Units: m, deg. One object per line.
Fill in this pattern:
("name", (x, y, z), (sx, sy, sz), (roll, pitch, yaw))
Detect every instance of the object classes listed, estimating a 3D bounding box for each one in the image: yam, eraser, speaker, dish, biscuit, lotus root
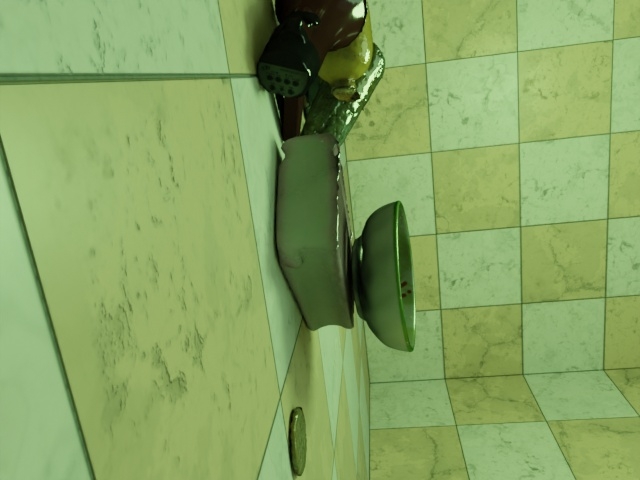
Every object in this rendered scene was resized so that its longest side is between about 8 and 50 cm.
("yam", (0.047, -0.335, 1.367), (0.330, 0.133, 0.133), (-64, 165, -12))
("eraser", (0.000, -0.002, 1.128), (0.359, 0.122, 0.272), (73, 17, -60))
("speaker", (-0.053, -0.360, 1.064), (0.259, 0.198, 0.330), (-43, -159, 47))
("dish", (0.128, 0.080, 1.191), (0.324, 0.124, 0.325), (-5, 90, -76))
("biscuit", (-0.038, 0.354, 0.970), (0.120, 0.015, 0.120), (-5, 90, -84))
("lotus root", (0.048, -0.473, 1.262), (0.130, 0.146, 0.304), (13, 74, -50))

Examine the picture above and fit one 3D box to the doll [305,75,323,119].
("doll", (0.036, -0.443, 1.583), (0.261, 0.161, 0.177), (-69, 152, -70))
